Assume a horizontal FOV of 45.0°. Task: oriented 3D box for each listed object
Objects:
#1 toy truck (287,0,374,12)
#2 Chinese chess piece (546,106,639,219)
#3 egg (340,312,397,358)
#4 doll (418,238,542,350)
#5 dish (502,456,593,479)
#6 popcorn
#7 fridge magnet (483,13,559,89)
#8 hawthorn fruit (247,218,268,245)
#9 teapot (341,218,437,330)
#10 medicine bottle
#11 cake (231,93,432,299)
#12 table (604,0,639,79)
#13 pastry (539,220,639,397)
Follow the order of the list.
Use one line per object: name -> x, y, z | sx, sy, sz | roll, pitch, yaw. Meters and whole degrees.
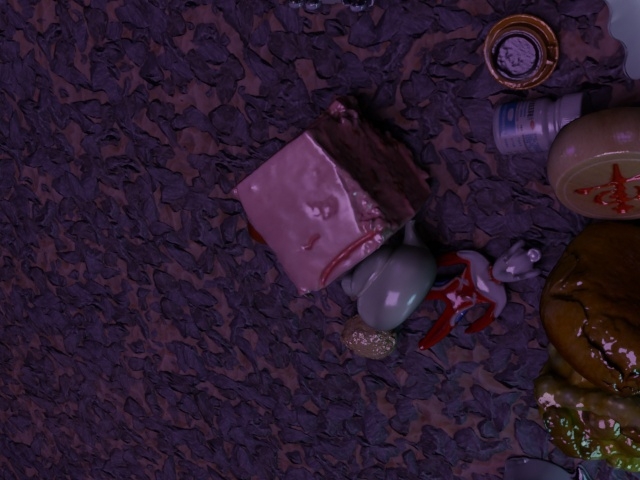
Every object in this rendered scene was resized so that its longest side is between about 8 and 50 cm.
toy truck -> 0.015, -0.530, 1.539 | 0.226, 0.114, 0.098 | 12, 141, 26
Chinese chess piece -> 0.528, -0.129, 1.360 | 0.250, 0.097, 0.251 | 7, 153, 4
egg -> 0.118, 0.227, 1.857 | 0.140, 0.116, 0.118 | 19, 94, 22
doll -> 0.322, 0.106, 1.691 | 0.384, 0.099, 0.188 | -33, 86, 42
dish -> 0.528, 0.613, 1.827 | 0.246, 0.078, 0.224 | -37, 91, 38
popcorn -> 0.589, 0.297, 1.525 | 0.325, 0.321, 0.290 | -26, 57, 15
fridge magnet -> 0.372, -0.350, 1.443 | 0.143, 0.063, 0.143 | 13, 122, 22
hawthorn fruit -> -0.121, -0.042, 1.865 | 0.128, 0.128, 0.128 | 14, 120, 25
teapot -> 0.128, 0.109, 1.704 | 0.149, 0.220, 0.318 | 40, 138, -2
medicine bottle -> 0.418, -0.218, 1.456 | 0.168, 0.105, 0.105 | -3, 112, 32
cake -> 0.030, -0.108, 1.620 | 0.293, 0.307, 0.314 | -37, 92, 37
table -> 0.542, -0.383, 1.274 | 0.166, 0.166, 0.198 | -17, 112, 36
pastry -> 0.559, 0.120, 1.381 | 0.356, 0.356, 0.164 | 28, 144, 17
